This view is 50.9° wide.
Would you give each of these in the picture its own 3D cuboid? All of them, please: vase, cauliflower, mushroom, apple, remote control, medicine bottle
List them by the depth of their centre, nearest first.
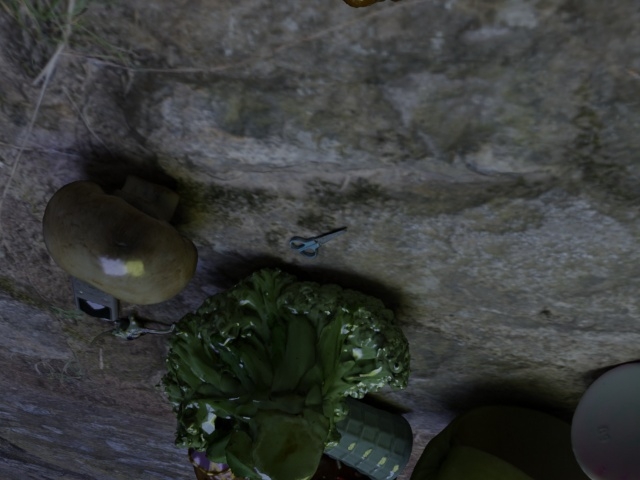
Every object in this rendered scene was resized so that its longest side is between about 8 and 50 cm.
[{"bbox_3d":[-0.206,-0.004,0.715,0.166,0.127,0.166,28,167,7],"label":"mushroom"},{"bbox_3d":[-0.051,0.171,0.781,0.272,0.250,0.275,22,115,-10],"label":"cauliflower"},{"bbox_3d":[0.436,0.263,0.789,0.254,0.152,0.152,32,144,-23],"label":"medicine bottle"},{"bbox_3d":[0.256,0.364,0.905,0.254,0.292,0.292,40,146,3],"label":"apple"},{"bbox_3d":[-0.315,0.052,0.930,0.067,0.029,0.261,20,148,-4],"label":"remote control"},{"bbox_3d":[-0.004,0.272,1.025,0.299,0.143,0.143,30,145,-23],"label":"vase"}]

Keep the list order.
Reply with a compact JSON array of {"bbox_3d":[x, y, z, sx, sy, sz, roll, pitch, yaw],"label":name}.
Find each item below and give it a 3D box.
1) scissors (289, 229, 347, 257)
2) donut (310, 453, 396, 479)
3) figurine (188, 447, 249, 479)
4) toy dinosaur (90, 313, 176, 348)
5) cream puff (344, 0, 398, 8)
[{"bbox_3d":[0.000,0.000,0.729,0.036,0.006,0.083,37,143,-25],"label":"scissors"},{"bbox_3d":[0.016,0.406,1.192,0.235,0.089,0.235,-8,165,-2],"label":"donut"},{"bbox_3d":[-0.158,0.381,1.220,0.189,0.142,0.263,50,172,15],"label":"figurine"},{"bbox_3d":[-0.306,0.139,1.051,0.180,0.037,0.058,-6,136,31],"label":"toy dinosaur"},{"bbox_3d":[0.019,-0.183,0.362,0.094,0.122,0.116,-8,101,22],"label":"cream puff"}]
